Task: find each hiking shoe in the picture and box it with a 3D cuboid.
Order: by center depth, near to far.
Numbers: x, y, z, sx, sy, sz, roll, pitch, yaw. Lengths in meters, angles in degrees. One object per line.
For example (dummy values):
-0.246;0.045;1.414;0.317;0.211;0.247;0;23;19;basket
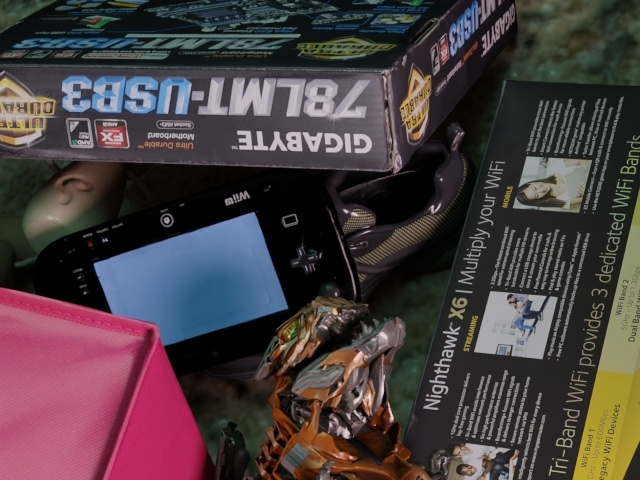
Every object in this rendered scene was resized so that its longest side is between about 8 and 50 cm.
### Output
0.000;0.000;1.167;0.227;0.114;0.086;-33;53;-2;hiking shoe

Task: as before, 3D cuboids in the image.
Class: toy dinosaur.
0.021;0.201;0.988;0.218;0.322;0.164;12;27;37;toy dinosaur

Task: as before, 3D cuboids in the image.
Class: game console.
-0.156;0.035;1.137;0.361;0.213;0.044;-17;16;16;game console

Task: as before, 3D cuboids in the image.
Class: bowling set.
-0.273;-0.012;1.262;0.287;0.200;0.154;22;31;2;bowling set

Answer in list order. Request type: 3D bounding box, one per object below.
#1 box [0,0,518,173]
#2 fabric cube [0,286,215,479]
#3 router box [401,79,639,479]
-0.047;-0.125;1.196;0.295;0.073;0.293;1;23;19;box
-0.217;0.180;0.979;0.254;0.258;0.259;14;66;11;fabric cube
0.196;0.055;1.082;0.242;0.081;0.309;6;61;23;router box
